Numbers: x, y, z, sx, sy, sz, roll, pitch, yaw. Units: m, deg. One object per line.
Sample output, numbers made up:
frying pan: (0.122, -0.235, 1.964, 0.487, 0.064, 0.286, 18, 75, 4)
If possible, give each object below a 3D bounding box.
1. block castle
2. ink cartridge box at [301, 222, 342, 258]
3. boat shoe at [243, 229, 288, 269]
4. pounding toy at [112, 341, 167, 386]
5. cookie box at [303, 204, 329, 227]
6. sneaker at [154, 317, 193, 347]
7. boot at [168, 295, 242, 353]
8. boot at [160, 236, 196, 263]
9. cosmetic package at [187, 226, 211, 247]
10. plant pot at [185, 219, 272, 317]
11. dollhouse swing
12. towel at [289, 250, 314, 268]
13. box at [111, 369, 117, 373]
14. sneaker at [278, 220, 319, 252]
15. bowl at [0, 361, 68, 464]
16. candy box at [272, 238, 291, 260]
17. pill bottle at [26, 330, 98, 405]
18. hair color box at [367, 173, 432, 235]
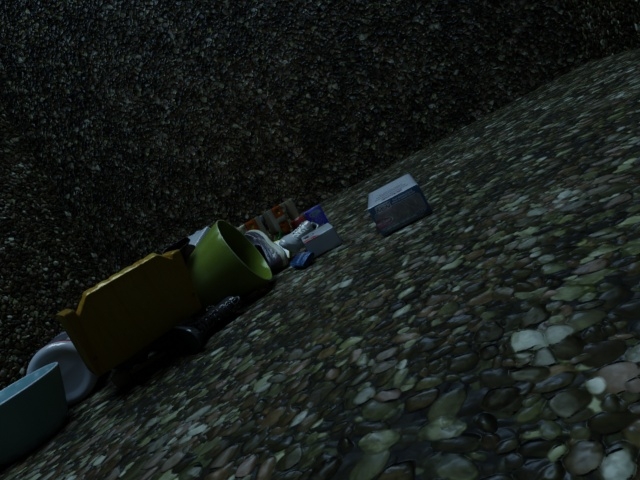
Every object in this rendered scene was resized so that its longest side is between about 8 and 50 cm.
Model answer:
block castle: (-0.290, 0.004, 2.321, 0.453, 0.213, 0.303, -33, 5, -36)
ink cartridge box: (0.000, 0.000, 1.843, 0.127, 0.072, 0.175, -30, 9, -2)
boat shoe: (-0.243, 0.038, 1.970, 0.092, 0.103, 0.285, -20, 37, -36)
pounding toy: (-0.596, 0.380, 1.554, 0.183, 0.110, 0.237, -26, 33, -30)
cookie box: (-0.022, -0.108, 2.420, 0.092, 0.107, 0.040, -30, 7, -12)
sneaker: (-0.574, 0.324, 1.712, 0.252, 0.103, 0.111, -27, 7, 15)
boot: (-0.336, 0.238, 1.487, 0.229, 0.091, 0.263, -34, 8, -29)
boot: (-0.482, 0.050, 1.686, 0.207, 0.090, 0.248, -42, 2, 42)
cosmetic package: (-0.544, 0.148, 2.007, 0.217, 0.156, 0.385, -18, 37, 49)
plant pot: (-0.366, 0.127, 1.704, 0.293, 0.275, 0.275, -41, 7, 7)
dollhouse swing: (-0.603, 0.183, 1.479, 0.305, 0.315, 0.347, 20, 43, 41)
towel: (-0.065, 0.068, 1.741, 0.067, 0.029, 0.119, -57, 18, -18)
box: (-0.721, 0.409, 1.754, 0.058, 0.087, 0.232, -34, 11, -16)
sneaker: (-0.083, -0.027, 1.972, 0.232, 0.090, 0.115, -25, -38, -58)
bowl: (-0.843, 0.498, 1.367, 0.311, 0.163, 0.311, -29, 9, 5)
candy box: (-0.218, 0.061, 2.047, 0.205, 0.027, 0.105, -16, 56, 16)
pill bottle: (-0.861, 0.422, 1.708, 0.210, 0.210, 0.363, -31, 8, -14)
hair color box: (0.258, -0.129, 1.652, 0.174, 0.105, 0.347, -27, 8, 12)
